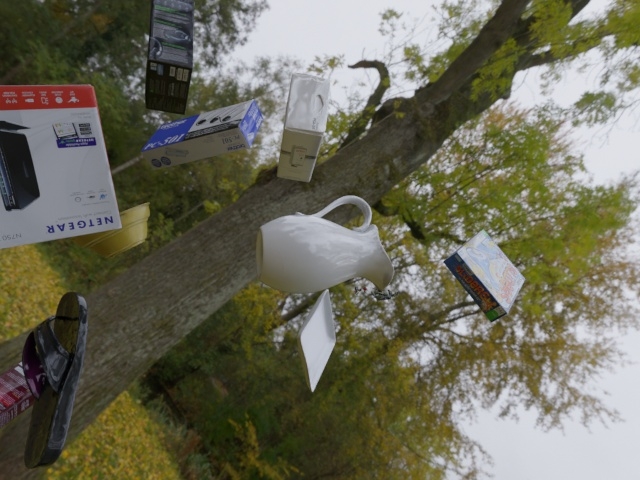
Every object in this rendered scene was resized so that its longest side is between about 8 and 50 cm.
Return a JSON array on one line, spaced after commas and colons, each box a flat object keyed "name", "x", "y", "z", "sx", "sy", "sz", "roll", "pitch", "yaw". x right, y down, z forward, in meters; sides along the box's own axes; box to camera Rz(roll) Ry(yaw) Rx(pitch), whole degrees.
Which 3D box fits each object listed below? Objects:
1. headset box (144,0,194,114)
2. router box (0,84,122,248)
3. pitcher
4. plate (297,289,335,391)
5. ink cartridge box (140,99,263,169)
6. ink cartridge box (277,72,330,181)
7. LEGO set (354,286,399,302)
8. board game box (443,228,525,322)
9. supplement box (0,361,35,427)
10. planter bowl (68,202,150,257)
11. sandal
[{"name": "headset box", "x": -0.489, "y": -0.604, "z": 1.316, "sx": 0.246, "sy": 0.131, "sz": 0.282, "roll": 143, "pitch": -53, "yaw": -60}, {"name": "router box", "x": -0.605, "y": -0.143, "z": 0.805, "sx": 0.082, "sy": 0.336, "sz": 0.300, "roll": 17, "pitch": -64, "yaw": 56}, {"name": "pitcher", "x": 0.000, "y": 0.000, "z": 0.673, "sx": 0.125, "sy": 0.207, "sz": 0.177, "roll": 117, "pitch": -31, "yaw": -56}, {"name": "plate", "x": -0.017, "y": 0.368, "z": 1.526, "sx": 0.045, "sy": 0.277, "sz": 0.277, "roll": 3, "pitch": -59, "yaw": 21}, {"name": "ink cartridge box", "x": -0.215, "y": -0.192, "z": 0.743, "sx": 0.207, "sy": 0.097, "sz": 0.046, "roll": -7, "pitch": -46, "yaw": 20}, {"name": "ink cartridge box", "x": -0.059, "y": -0.343, "z": 1.269, "sx": 0.117, "sy": 0.207, "sz": 0.283, "roll": 8, "pitch": -21, "yaw": -8}, {"name": "LEGO set", "x": 0.104, "y": 0.104, "z": 0.766, "sx": 0.083, "sy": 0.054, "sz": 0.023, "roll": 6, "pitch": -83, "yaw": 21}, {"name": "board game box", "x": 0.324, "y": 0.060, "z": 0.792, "sx": 0.035, "sy": 0.201, "sz": 0.136, "roll": -44, "pitch": -102, "yaw": 35}, {"name": "supplement box", "x": -1.016, "y": 0.510, "z": 1.286, "sx": 0.130, "sy": 0.239, "sz": 0.073, "roll": 30, "pitch": -60, "yaw": 11}, {"name": "planter bowl", "x": -0.536, "y": -0.014, "z": 1.084, "sx": 0.090, "sy": 0.217, "sz": 0.217, "roll": 63, "pitch": -22, "yaw": -11}, {"name": "sandal", "x": -0.683, "y": 0.321, "z": 1.023, "sx": 0.107, "sy": 0.168, "sz": 0.445, "roll": 29, "pitch": 40, "yaw": -46}]
